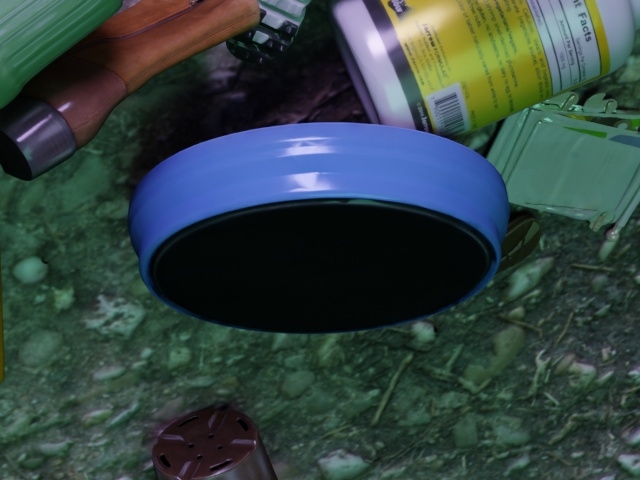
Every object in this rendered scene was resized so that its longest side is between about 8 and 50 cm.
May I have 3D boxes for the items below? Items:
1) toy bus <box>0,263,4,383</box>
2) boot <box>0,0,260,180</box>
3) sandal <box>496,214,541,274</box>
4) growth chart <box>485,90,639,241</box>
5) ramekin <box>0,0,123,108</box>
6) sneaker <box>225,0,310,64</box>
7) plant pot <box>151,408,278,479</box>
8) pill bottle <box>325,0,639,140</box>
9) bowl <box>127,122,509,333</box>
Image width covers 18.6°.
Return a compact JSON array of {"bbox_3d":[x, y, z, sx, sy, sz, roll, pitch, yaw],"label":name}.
[{"bbox_3d":[-0.394,0.054,1.987,0.130,0.108,0.332,-8,128,-17],"label":"toy bus"},{"bbox_3d":[-0.233,-0.185,1.837,0.280,0.264,0.096,-39,121,-24],"label":"boot"},{"bbox_3d":[0.168,0.020,2.212,0.180,0.049,0.072,-31,138,-14],"label":"sandal"},{"bbox_3d":[0.287,-0.092,2.181,0.237,0.021,0.172,17,118,-30],"label":"growth chart"},{"bbox_3d":[-0.297,-0.275,1.649,0.148,0.303,0.303,-34,131,-3],"label":"ramekin"},{"bbox_3d":[-0.015,-0.276,1.860,0.078,0.106,0.234,23,133,-28],"label":"sneaker"},{"bbox_3d":[-0.114,0.294,2.252,0.167,0.167,0.165,-17,123,-7],"label":"plant pot"},{"bbox_3d":[0.188,-0.225,1.932,0.334,0.188,0.188,-23,131,-2],"label":"pill bottle"},{"bbox_3d":[0.000,0.000,1.986,0.391,0.077,0.391,-2,157,-1],"label":"bowl"}]
